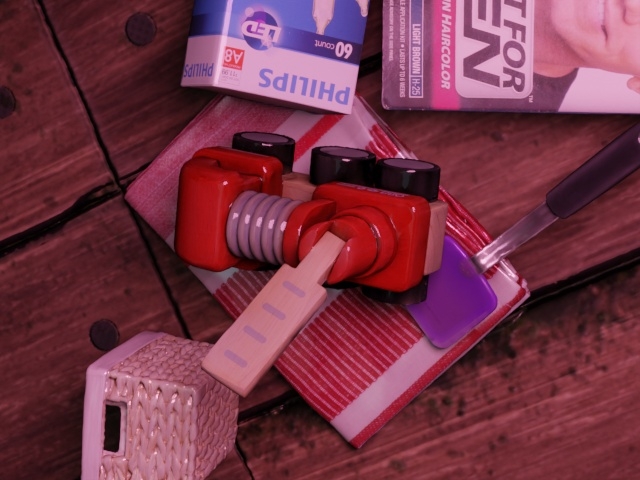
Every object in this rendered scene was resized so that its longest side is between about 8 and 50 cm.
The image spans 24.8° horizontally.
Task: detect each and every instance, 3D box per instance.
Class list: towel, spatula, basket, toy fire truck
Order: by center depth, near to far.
[{"bbox_3d":[-0.039,0.012,1.181,0.217,0.246,0.158,13,104,26],"label":"toy fire truck"},{"bbox_3d":[0.174,-0.013,1.211,0.296,0.030,0.084,-40,84,29],"label":"spatula"},{"bbox_3d":[0.000,0.000,1.327,0.237,0.037,0.329,-44,84,19],"label":"towel"},{"bbox_3d":[-0.141,0.155,1.328,0.103,0.167,0.113,6,100,10],"label":"basket"}]

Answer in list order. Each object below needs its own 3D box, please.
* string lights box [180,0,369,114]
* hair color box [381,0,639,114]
[{"bbox_3d":[-0.025,-0.244,1.223,0.133,0.077,0.259,9,90,-28],"label":"string lights box"},{"bbox_3d":[0.229,-0.191,1.191,0.347,0.105,0.173,2,99,17],"label":"hair color box"}]
